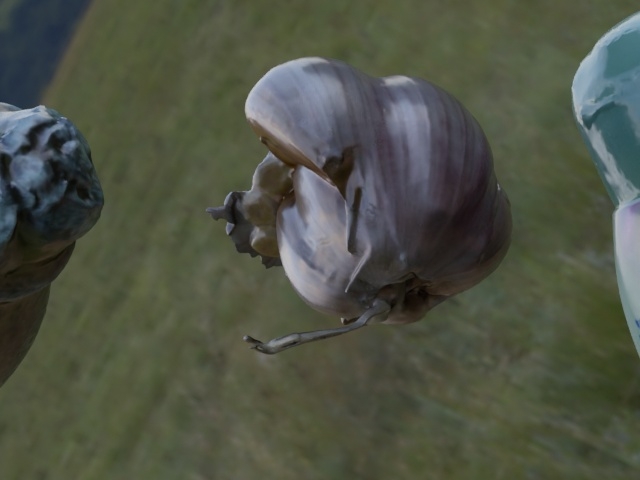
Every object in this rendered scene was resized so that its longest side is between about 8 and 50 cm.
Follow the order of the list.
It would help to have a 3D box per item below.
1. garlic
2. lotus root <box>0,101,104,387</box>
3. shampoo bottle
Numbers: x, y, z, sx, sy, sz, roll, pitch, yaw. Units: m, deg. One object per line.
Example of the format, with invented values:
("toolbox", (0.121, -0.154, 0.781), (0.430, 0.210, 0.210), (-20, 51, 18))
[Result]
("garlic", (0.000, 0.000, 1.236), (0.256, 0.207, 0.207), (-49, 5, -28))
("lotus root", (-0.184, 0.016, 0.626), (0.322, 0.158, 0.140), (-19, -2, 30))
("shampoo bottle", (0.294, -0.002, 1.275), (0.151, 0.349, 0.222), (-21, -4, -40))
